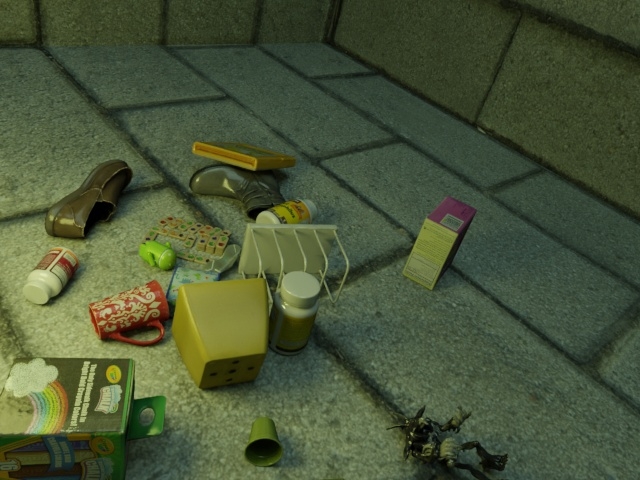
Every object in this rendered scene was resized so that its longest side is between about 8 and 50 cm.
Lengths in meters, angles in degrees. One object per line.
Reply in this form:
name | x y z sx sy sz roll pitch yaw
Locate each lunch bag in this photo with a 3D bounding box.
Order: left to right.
lunch bag | -0.347 0.139 1.402 0.129 0.096 0.151 10 45 -9

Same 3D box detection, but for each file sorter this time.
file sorter | -0.081 0.077 1.513 0.277 0.193 0.173 1 41 -21

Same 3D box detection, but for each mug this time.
mug | -0.472 0.186 1.279 0.169 0.113 0.150 -17 45 -33

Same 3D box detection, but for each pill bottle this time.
pill bottle | -0.701 0.091 1.335 0.086 0.086 0.152 14 35 -3
pill bottle | -0.110 -0.073 1.764 0.117 0.117 0.215 35 39 25
pill bottle | -0.071 0.190 1.344 0.119 0.208 0.119 11 36 -8

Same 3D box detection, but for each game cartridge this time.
game cartridge | -0.284 -0.333 1.993 0.285 0.053 0.323 18 18 21

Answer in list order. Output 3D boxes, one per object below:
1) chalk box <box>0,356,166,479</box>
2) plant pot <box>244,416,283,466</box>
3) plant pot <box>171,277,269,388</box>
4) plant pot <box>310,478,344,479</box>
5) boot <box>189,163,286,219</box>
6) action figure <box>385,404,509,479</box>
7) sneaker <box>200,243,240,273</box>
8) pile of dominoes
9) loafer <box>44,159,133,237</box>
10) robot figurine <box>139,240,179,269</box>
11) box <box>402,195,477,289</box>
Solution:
chalk box | -0.455 0.352 1.002 0.289 0.179 0.180 6 36 -16
plant pot | -0.124 0.432 1.120 0.083 0.083 0.079 9 23 -11
plant pot | -0.232 0.234 1.241 0.212 0.212 0.187 -2 51 -24
plant pot | -0.114 0.533 0.851 0.293 0.275 0.275 2 35 6
boot | -0.282 -0.165 1.834 0.338 0.118 0.223 -6 46 -22
action figure | 0.298 0.462 1.184 0.275 0.141 0.164 27 38 9
sneaker | -0.298 0.077 1.548 0.053 0.061 0.152 40 60 19
pile of dominoes | -0.419 -0.016 1.633 0.251 0.040 0.196 15 35 -3
loafer | -0.687 -0.117 1.604 0.130 0.134 0.366 23 45 2
robot figurine | -0.473 0.044 1.505 0.115 0.067 0.101 25 24 12
box | 0.407 0.006 1.754 0.117 0.243 0.213 30 37 18
